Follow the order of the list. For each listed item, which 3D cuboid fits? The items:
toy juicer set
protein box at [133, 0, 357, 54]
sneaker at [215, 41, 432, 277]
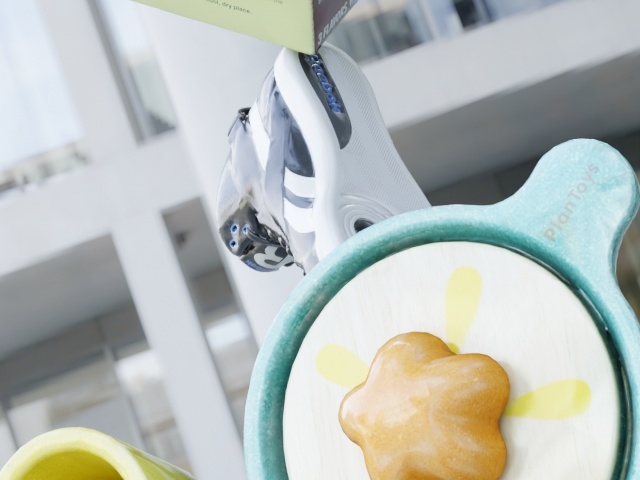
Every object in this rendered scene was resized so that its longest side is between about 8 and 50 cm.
[{"bbox_3d":[0.056,0.087,0.549,0.329,0.209,0.089,-34,-24,17],"label":"toy juicer set"},{"bbox_3d":[-0.063,-0.245,1.048,0.136,0.200,0.201,-54,-27,-37],"label":"protein box"},{"bbox_3d":[0.000,0.000,1.058,0.079,0.217,0.121,11,-46,-29],"label":"sneaker"}]
